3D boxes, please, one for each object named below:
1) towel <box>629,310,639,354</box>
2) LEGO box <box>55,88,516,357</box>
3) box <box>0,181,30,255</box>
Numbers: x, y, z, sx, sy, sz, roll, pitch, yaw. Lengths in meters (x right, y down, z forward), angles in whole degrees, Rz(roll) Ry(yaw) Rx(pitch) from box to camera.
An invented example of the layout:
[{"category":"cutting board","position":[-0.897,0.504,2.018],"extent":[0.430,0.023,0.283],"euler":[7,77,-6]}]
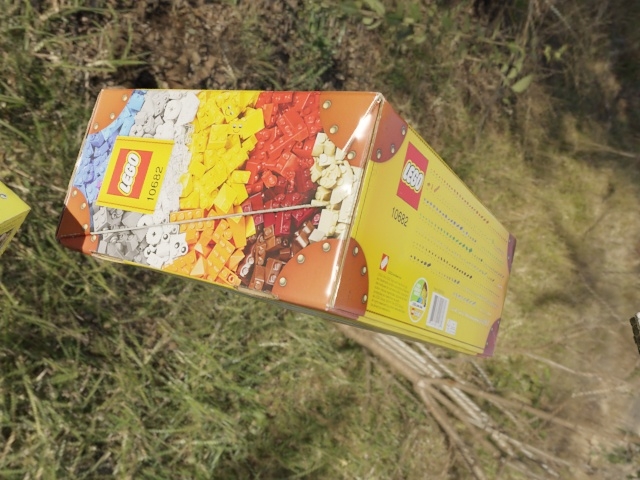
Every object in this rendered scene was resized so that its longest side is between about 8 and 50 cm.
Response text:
[{"category":"towel","position":[0.573,0.217,0.810],"extent":[0.121,0.235,0.283],"euler":[36,45,-66]},{"category":"LEGO box","position":[0.000,0.000,0.789],"extent":[0.500,0.373,0.193],"euler":[26,76,-57]},{"category":"box","position":[-0.370,0.026,0.568],"extent":[0.232,0.087,0.058],"euler":[-46,-175,27]}]
